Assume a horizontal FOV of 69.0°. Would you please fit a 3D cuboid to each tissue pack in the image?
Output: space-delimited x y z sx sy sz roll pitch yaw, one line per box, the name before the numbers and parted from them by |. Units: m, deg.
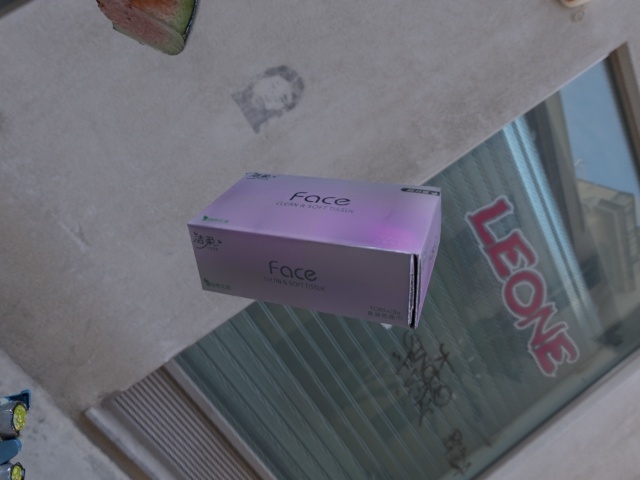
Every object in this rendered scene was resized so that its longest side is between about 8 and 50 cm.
tissue pack | 0.000 0.000 0.515 0.148 0.246 0.093 -57 149 -53

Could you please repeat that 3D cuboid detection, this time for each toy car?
toy car | -0.471 0.298 0.662 0.098 0.126 0.162 158 -78 -84

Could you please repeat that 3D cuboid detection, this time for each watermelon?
watermelon | -0.193 -0.287 0.524 0.145 0.137 0.193 161 -85 -86
